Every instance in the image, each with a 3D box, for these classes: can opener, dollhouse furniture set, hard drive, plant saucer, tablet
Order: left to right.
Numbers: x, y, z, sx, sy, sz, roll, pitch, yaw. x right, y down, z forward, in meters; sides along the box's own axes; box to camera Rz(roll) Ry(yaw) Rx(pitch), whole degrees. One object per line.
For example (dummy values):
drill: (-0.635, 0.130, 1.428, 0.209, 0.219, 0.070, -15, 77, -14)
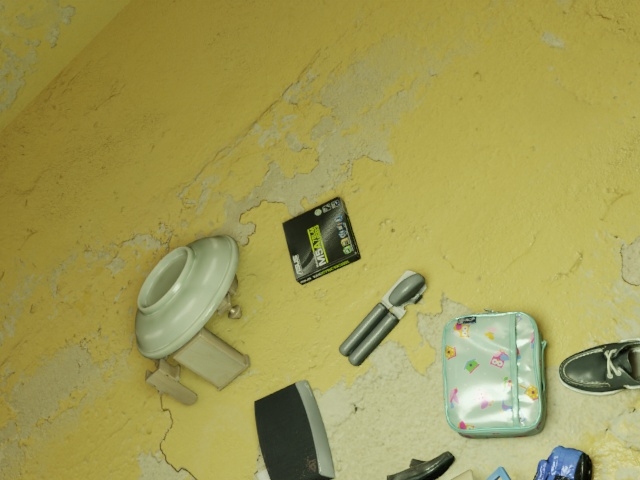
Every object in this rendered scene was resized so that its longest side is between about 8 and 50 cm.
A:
plant saucer: (-0.391, 0.127, 2.027, 0.400, 0.100, 0.400, -35, 31, 25)
dollhouse furniture set: (-0.318, 0.236, 2.077, 0.303, 0.174, 0.355, -41, 28, 15)
tablet: (-0.122, 0.600, 1.834, 0.054, 0.006, 0.083, -33, 58, 11)
hard drive: (-0.073, 0.482, 1.830, 0.172, 0.054, 0.254, -26, 59, 14)
can opener: (0.149, 0.183, 1.832, 0.280, 0.093, 0.074, -50, 56, 5)

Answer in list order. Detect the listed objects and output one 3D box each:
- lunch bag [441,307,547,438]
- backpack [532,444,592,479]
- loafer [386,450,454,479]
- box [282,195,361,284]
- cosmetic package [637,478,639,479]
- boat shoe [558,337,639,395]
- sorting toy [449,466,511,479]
lunch bag: (0.385, 0.288, 1.644, 0.224, 0.108, 0.279, -8, 65, 25)
backpack: (0.490, 0.476, 1.512, 0.101, 0.098, 0.120, 12, 75, 35)
loafer: (0.218, 0.511, 1.663, 0.170, 0.062, 0.061, -35, 52, 9)
box: (0.000, 0.000, 2.013, 0.184, 0.045, 0.190, -23, 59, 15)
cosmetic package: (0.631, 0.520, 1.428, 0.231, 0.085, 0.117, -37, 56, 7)
boat shoe: (0.638, 0.251, 1.537, 0.303, 0.091, 0.114, -14, 62, 22)
sorting toy: (0.259, 0.592, 1.536, 0.348, 0.047, 0.196, -41, 40, 30)
